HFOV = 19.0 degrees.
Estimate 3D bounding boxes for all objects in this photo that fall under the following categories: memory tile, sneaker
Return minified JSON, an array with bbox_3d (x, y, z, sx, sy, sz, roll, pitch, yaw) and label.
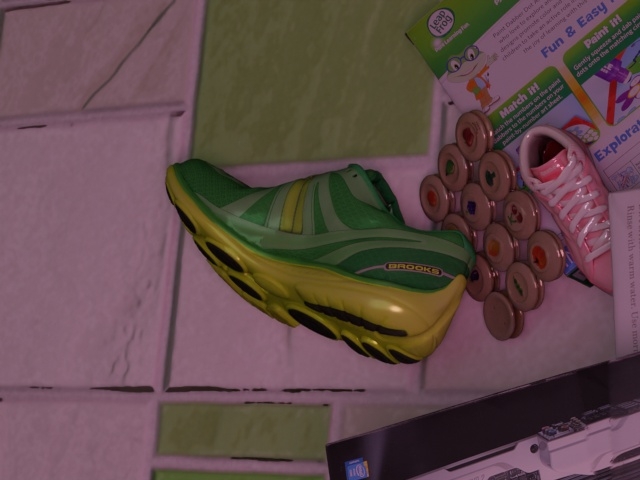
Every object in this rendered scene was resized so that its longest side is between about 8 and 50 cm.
[{"bbox_3d":[0.122,-0.010,1.397,0.148,0.012,0.113,62,145,26],"label":"memory tile"},{"bbox_3d":[0.176,-0.023,1.308,0.051,0.070,0.134,-33,63,18],"label":"sneaker"},{"bbox_3d":[0.000,0.000,1.470,0.295,0.109,0.123,25,65,37],"label":"sneaker"}]

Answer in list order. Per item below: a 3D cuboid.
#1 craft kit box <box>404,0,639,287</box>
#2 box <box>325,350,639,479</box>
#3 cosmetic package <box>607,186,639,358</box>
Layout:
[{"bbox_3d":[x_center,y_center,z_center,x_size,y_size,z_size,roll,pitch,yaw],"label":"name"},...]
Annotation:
[{"bbox_3d":[0.219,-0.137,1.385,0.250,0.061,0.246,-39,63,17],"label":"craft kit box"},{"bbox_3d":[0.143,0.237,1.109,0.242,0.076,0.307,-18,62,22],"label":"box"},{"bbox_3d":[0.382,0.056,1.174,0.385,0.156,0.217,-7,74,29],"label":"cosmetic package"}]
